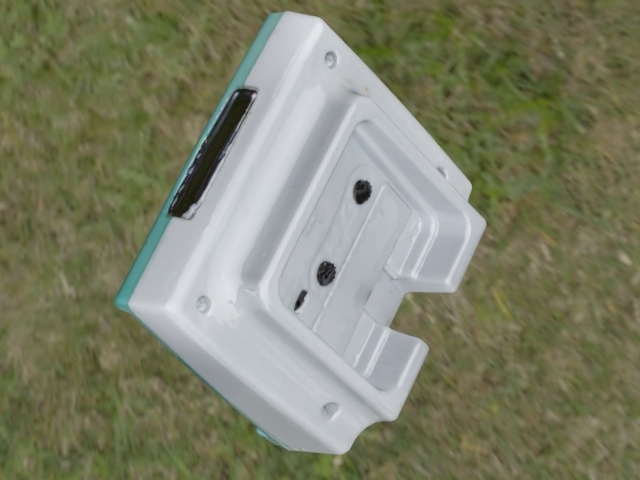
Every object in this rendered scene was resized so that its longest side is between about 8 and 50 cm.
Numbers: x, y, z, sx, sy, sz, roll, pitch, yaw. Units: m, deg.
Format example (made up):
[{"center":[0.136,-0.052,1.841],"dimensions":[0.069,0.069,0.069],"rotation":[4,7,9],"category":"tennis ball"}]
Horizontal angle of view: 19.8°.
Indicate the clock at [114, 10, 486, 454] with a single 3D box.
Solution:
[{"center":[0.000,0.000,1.363],"dimensions":[0.231,0.116,0.262],"rotation":[47,60,-42],"category":"clock"}]
